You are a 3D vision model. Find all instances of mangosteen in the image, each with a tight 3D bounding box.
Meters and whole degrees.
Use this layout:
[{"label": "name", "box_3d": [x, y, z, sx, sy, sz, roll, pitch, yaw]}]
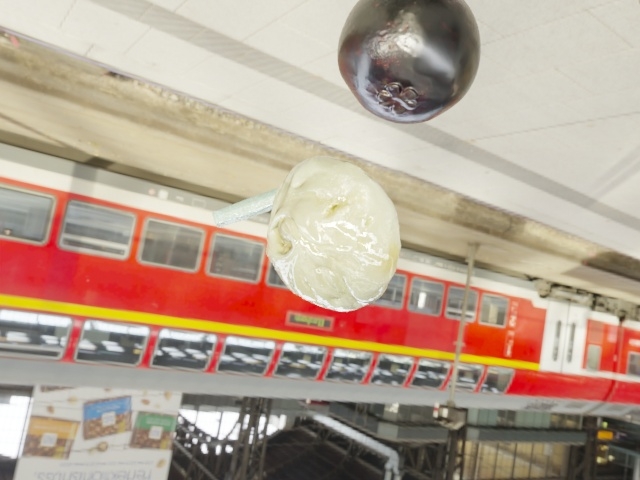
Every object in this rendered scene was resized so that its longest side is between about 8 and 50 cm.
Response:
[{"label": "mangosteen", "box_3d": [0.194, -0.394, 1.152, 0.296, 0.313, 0.297, 31, 145, 25]}]

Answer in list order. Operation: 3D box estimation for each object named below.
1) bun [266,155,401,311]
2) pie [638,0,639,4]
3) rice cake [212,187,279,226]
[{"label": "bun", "box_3d": [0.000, 0.000, 0.619, 0.102, 0.184, 0.183, -20, -165, -39]}, {"label": "pie", "box_3d": [0.583, -0.390, 0.843, 0.274, 0.274, 0.055, 11, 174, -14]}, {"label": "rice cake", "box_3d": [-0.113, -0.064, 1.015, 0.170, 0.033, 0.029, -19, 163, 1]}]
